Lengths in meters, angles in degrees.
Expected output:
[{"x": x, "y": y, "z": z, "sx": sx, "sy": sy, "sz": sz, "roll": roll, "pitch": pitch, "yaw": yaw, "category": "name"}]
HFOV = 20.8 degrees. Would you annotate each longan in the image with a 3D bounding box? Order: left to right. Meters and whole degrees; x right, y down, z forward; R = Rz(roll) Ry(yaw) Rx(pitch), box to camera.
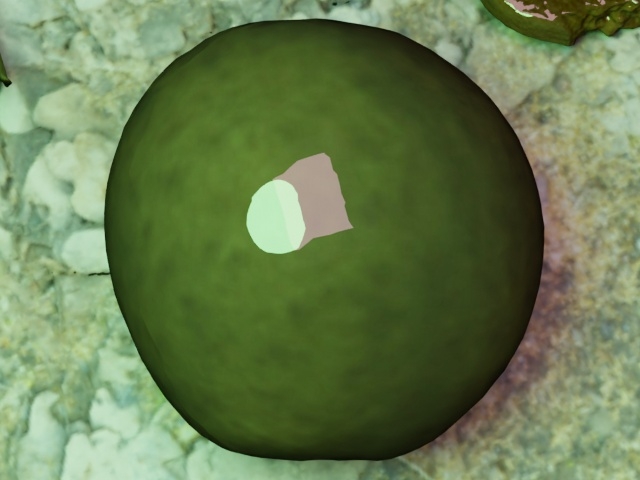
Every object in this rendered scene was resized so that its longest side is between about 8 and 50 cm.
[{"x": 0.002, "y": 0.001, "z": 1.144, "sx": 0.297, "sy": 0.297, "sz": 0.297, "roll": 0, "pitch": 73, "yaw": 0, "category": "longan"}]

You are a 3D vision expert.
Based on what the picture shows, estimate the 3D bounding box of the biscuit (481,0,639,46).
[{"x": 0.225, "y": -0.227, "z": 1.328, "sx": 0.320, "sy": 0.047, "sz": 0.183, "roll": 14, "pitch": 75, "yaw": 4, "category": "biscuit"}]

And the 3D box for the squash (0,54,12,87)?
[{"x": -0.318, "y": -0.213, "z": 1.299, "sx": 0.137, "sy": 0.137, "sz": 0.287, "roll": -14, "pitch": 62, "yaw": -5, "category": "squash"}]
